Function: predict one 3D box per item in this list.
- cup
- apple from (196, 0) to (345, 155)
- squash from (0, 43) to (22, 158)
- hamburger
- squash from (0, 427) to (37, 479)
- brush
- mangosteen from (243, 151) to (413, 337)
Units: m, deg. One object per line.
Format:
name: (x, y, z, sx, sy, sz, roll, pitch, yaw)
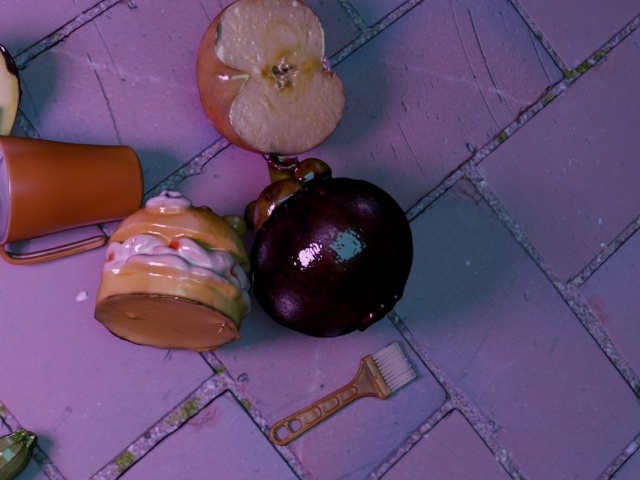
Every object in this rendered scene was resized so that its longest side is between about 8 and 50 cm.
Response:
cup: (-0.446, -0.070, 1.775, 0.264, 0.182, 0.226, -5, 117, -29)
apple: (-0.108, -0.299, 1.928, 0.251, 0.163, 0.293, -15, 99, -30)
squash: (-0.622, -0.237, 1.740, 0.237, 0.155, 0.204, 25, 72, -17)
hamburger: (-0.239, 0.046, 1.767, 0.276, 0.276, 0.237, 17, 62, -16)
squash: (-0.550, 0.388, 1.692, 0.219, 0.077, 0.068, -43, 53, -17)
brush: (0.038, 0.296, 1.952, 0.314, 0.017, 0.090, -28, 88, -21)
mangosteen: (0.000, 0.000, 1.843, 0.307, 0.307, 0.347, -34, 80, -22)
